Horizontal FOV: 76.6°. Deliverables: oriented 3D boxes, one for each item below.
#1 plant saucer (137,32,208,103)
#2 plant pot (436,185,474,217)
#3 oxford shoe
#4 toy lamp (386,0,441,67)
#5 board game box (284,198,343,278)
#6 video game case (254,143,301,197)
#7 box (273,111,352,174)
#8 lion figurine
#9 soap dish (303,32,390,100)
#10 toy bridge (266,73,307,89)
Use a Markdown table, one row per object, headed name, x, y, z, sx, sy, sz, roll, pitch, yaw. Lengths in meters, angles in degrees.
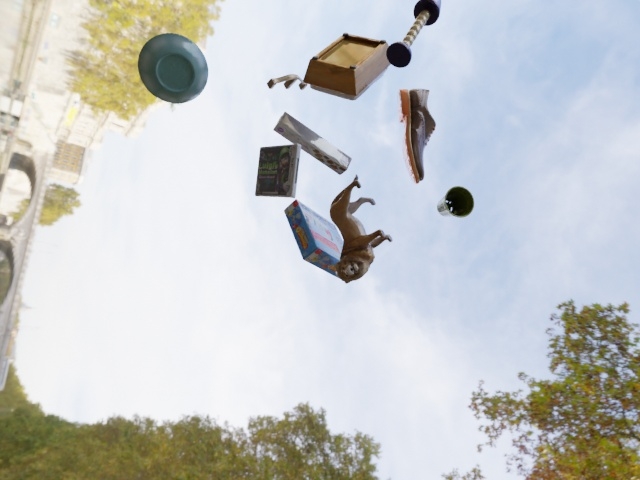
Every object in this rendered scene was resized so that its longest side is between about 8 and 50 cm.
| name | x | y | z | sx | sy | sz | roll | pitch | yaw |
| --- | --- | --- | --- | --- | --- | --- | --- | --- | --- |
| plant saucer | -0.418 | -0.485 | 1.161 | 0.195 | 0.195 | 0.037 | -58 | -144 | 20 |
| plant pot | 0.350 | -0.095 | 1.076 | 0.079 | 0.083 | 0.083 | 148 | -48 | -78 |
| oxford shoe | 0.375 | -0.397 | 1.525 | 0.130 | 0.132 | 0.364 | -37 | 121 | -86 |
| toy lamp | 0.264 | -0.586 | 1.113 | 0.080 | 0.080 | 0.275 | -2 | -132 | 50 |
| board game box | 0.000 | 0.000 | 1.826 | 0.086 | 0.308 | 0.302 | -39 | -131 | 18 |
| video game case | -0.146 | -0.231 | 1.354 | 0.190 | 0.022 | 0.173 | 7 | -89 | 42 |
| box | -0.027 | -0.374 | 1.578 | 0.063 | 0.324 | 0.067 | -26 | -143 | 61 |
| lion figurine | 0.123 | -0.045 | 1.596 | 0.240 | 0.142 | 0.392 | -28 | -112 | 24 |
| soap dish | 0.107 | -0.649 | 1.493 | 0.228 | 0.118 | 0.291 | 25 | -124 | 24 |
| toy bridge | -0.111 | -0.591 | 1.507 | 0.063 | 0.188 | 0.026 | -30 | -97 | 44 |
